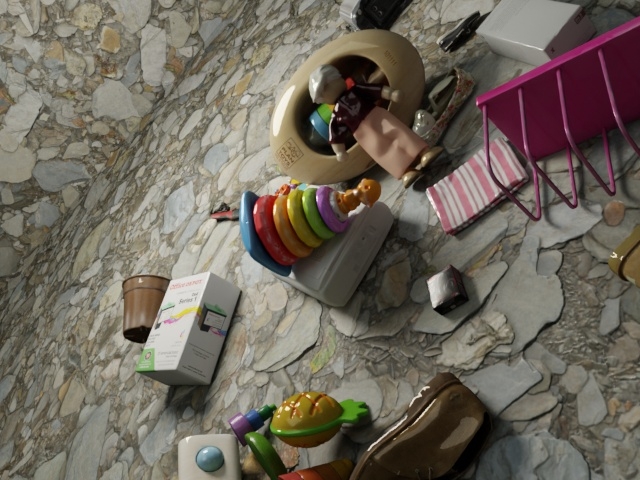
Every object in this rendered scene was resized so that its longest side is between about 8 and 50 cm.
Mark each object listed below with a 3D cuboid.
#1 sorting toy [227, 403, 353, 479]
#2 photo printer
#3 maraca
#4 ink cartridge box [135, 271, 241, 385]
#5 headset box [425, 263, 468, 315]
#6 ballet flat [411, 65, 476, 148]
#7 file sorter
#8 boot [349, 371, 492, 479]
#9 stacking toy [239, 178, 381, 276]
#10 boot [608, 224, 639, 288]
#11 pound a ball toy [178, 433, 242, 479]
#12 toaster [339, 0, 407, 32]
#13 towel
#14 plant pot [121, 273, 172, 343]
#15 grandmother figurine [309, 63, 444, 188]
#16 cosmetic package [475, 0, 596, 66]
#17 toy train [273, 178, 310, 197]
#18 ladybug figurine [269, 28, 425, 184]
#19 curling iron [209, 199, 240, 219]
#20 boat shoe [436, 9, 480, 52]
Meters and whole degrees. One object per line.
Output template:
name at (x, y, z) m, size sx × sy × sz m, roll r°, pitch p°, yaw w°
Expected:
sorting toy at (-0.055, 0.411, 1.233) m, size 0.126 × 0.127 × 0.366 m, roll -33°, pitch 26°, yaw -21°
photo printer at (0.000, 0.000, 1.478) m, size 0.308 × 0.107 × 0.256 m, roll 19°, pitch 77°, yaw 55°
maraca at (-0.003, 0.331, 1.179) m, size 0.186 × 0.099 × 0.127 m, roll -11°, pitch 9°, yaw -2°
ink cartridge box at (-0.351, 0.237, 1.682) m, size 0.201 × 0.117 × 0.278 m, roll -14°, pitch 51°, yaw 43°
headset box at (0.237, 0.090, 1.190) m, size 0.062 × 0.032 × 0.083 m, roll -35°, pitch 41°, yaw 26°
ballet flat at (0.263, -0.297, 1.447) m, size 0.240 × 0.077 × 0.091 m, roll -56°, pitch 36°, yaw -2°
file sorter at (0.440, -0.178, 1.035) m, size 0.291 × 0.202 × 0.182 m, roll -22°, pitch 49°, yaw 37°
boot at (0.151, 0.362, 1.009) m, size 0.305 × 0.112 × 0.115 m, roll -51°, pitch 45°, yaw 1°
stacking toy at (-0.006, -0.057, 1.326) m, size 0.302 × 0.166 × 0.175 m, roll -23°, pitch 60°, yaw 22°
boot at (0.554, 0.033, 0.828) m, size 0.236 × 0.089 × 0.269 m, roll -57°, pitch 33°, yaw 15°
pound a ball toy at (-0.248, 0.536, 1.203) m, size 0.319 × 0.208 × 0.135 m, roll -105°, pitch 21°, yaw -49°
toaster at (0.160, -0.713, 1.874) m, size 0.227 × 0.129 × 0.146 m, roll -52°, pitch 33°, yaw 6°
towel at (0.313, -0.112, 1.274) m, size 0.197 × 0.029 × 0.144 m, roll -39°, pitch 38°, yaw 21°
plant pot at (-0.516, 0.210, 1.875) m, size 0.167 × 0.167 × 0.165 m, roll -27°, pitch 51°, yaw 34°
grandmother figurine at (0.100, -0.266, 1.421) m, size 0.342 × 0.104 × 0.208 m, roll 46°, pitch 99°, yaw 9°
cosmetic package at (0.454, -0.447, 1.345) m, size 0.117 × 0.085 × 0.231 m, roll -50°, pitch 37°, yaw 7°
toy train at (-0.066, -0.125, 1.720) m, size 0.125 × 0.046 × 0.166 m, roll -53°, pitch 32°, yaw 5°
ladybug figurine at (0.065, -0.318, 1.561) m, size 0.449 × 0.305 × 0.162 m, roll -37°, pitch -5°, yaw 20°
curling iron at (-0.260, -0.092, 1.924) m, size 0.274 × 0.035 × 0.068 m, roll 3°, pitch 64°, yaw 51°
boat shoe at (0.350, -0.520, 1.567) m, size 0.125 × 0.038 × 0.046 m, roll -36°, pitch -3°, yaw 16°
